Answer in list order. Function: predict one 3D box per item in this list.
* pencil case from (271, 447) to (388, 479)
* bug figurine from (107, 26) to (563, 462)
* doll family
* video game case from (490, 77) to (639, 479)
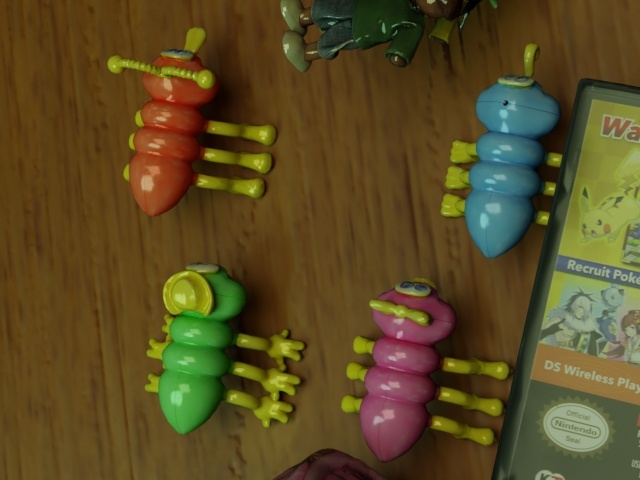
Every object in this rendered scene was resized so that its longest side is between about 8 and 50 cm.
[{"bbox_3d":[-0.088,0.264,0.856,0.386,0.160,0.167,-40,95,17],"label":"pencil case"},{"bbox_3d":[0.000,0.000,0.895,0.279,0.072,0.216,6,87,24],"label":"bug figurine"},{"bbox_3d":[0.047,-0.161,0.872,0.111,0.076,0.193,-14,65,28],"label":"doll family"},{"bbox_3d":[0.226,0.072,0.794,0.275,0.035,0.248,13,90,19],"label":"video game case"}]
